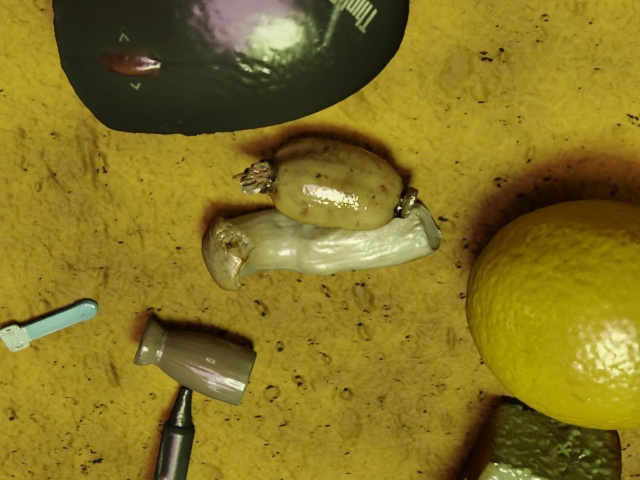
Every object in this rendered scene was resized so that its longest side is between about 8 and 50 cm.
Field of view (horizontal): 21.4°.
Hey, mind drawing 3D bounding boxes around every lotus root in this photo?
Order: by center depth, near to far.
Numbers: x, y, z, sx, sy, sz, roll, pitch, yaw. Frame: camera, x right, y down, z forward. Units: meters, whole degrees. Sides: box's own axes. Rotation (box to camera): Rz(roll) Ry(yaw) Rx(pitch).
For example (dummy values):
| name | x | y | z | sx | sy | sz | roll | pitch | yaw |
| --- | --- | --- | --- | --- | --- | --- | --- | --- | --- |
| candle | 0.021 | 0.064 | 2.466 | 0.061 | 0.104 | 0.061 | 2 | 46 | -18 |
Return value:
| name | x | y | z | sx | sy | sz | roll | pitch | yaw |
| --- | --- | --- | --- | --- | --- | --- | --- | --- | --- |
| lotus root | 0.005 | -0.046 | 1.361 | 0.152 | 0.063 | 0.072 | 6 | 102 | -4 |

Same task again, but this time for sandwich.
| name | x | y | z | sx | sy | sz | roll | pitch | yaw |
| --- | --- | --- | --- | --- | --- | --- | --- | --- | --- |
| sandwich | 0.169 | 0.264 | 1.529 | 0.122 | 0.128 | 0.236 | 22 | 122 | -2 |

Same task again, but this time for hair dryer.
| name | x | y | z | sx | sy | sz | roll | pitch | yaw |
| --- | --- | --- | --- | --- | --- | --- | --- | --- | --- |
| hair dryer | -0.123 | 0.234 | 1.544 | 0.173 | 0.050 | 0.195 | 30 | 113 | 15 |

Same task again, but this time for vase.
| name | x | y | z | sx | sy | sz | roll | pitch | yaw |
| --- | --- | --- | --- | --- | --- | --- | --- | --- | --- |
| vase | -0.111 | 0.104 | 1.479 | 0.100 | 0.053 | 0.053 | 20 | 123 | -6 |

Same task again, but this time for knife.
| name | x | y | z | sx | sy | sz | roll | pitch | yaw |
| --- | --- | --- | --- | --- | --- | --- | --- | --- | --- |
| knife | -0.239 | 0.073 | 1.491 | 0.096 | 0.010 | 0.027 | -21 | 120 | 14 |

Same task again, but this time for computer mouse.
| name | x | y | z | sx | sy | sz | roll | pitch | yaw |
| --- | --- | --- | --- | --- | --- | --- | --- | --- | --- |
| computer mouse | -0.067 | -0.160 | 1.269 | 0.269 | 0.100 | 0.170 | -7 | 121 | 8 |

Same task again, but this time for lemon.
| name | x | y | z | sx | sy | sz | roll | pitch | yaw |
| --- | --- | --- | --- | --- | --- | --- | --- | --- | --- |
| lemon | 0.220 | 0.059 | 1.354 | 0.244 | 0.187 | 0.187 | 17 | 130 | 31 |

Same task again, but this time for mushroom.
| name | x | y | z | sx | sy | sz | roll | pitch | yaw |
| --- | --- | --- | --- | --- | --- | --- | --- | --- | --- |
| mushroom | 0.001 | 0.003 | 1.407 | 0.202 | 0.054 | 0.059 | -4 | 122 | 1 |
